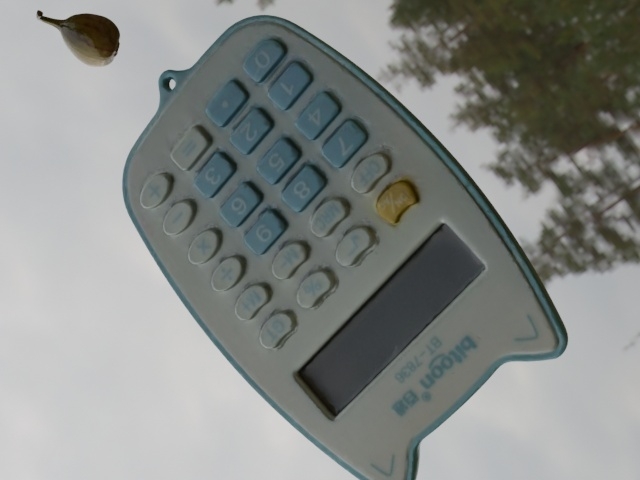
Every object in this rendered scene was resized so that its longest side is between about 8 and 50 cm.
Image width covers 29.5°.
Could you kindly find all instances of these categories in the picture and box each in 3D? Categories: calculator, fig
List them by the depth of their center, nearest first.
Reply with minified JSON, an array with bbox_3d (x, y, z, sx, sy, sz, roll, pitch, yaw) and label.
[{"bbox_3d":[0.000,0.000,0.970,0.386,0.256,0.054,47,-158,10],"label":"calculator"},{"bbox_3d":[-0.229,-0.197,1.150,0.083,0.050,0.050,23,-149,-16],"label":"fig"}]
